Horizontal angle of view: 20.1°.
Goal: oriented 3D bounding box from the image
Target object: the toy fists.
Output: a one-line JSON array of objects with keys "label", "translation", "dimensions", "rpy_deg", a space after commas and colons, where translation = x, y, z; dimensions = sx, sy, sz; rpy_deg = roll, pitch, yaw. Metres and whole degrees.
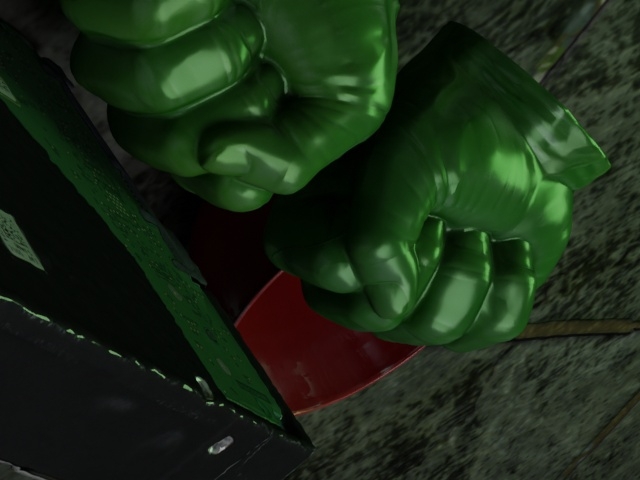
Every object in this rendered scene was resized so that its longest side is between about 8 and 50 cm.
[{"label": "toy fists", "translation": [0.010, -0.051, 0.782], "dimensions": [0.142, 0.096, 0.279], "rpy_deg": [-50, 125, -1]}]

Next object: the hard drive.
[{"label": "hard drive", "translation": [-0.145, -0.032, 0.602], "dimensions": [0.064, 0.237, 0.339], "rpy_deg": [-40, 153, 8]}]

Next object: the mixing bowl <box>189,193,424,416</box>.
[{"label": "mixing bowl", "translation": [0.000, 0.000, 0.958], "dimensions": [0.181, 0.098, 0.181], "rpy_deg": [-27, 151, -16]}]
